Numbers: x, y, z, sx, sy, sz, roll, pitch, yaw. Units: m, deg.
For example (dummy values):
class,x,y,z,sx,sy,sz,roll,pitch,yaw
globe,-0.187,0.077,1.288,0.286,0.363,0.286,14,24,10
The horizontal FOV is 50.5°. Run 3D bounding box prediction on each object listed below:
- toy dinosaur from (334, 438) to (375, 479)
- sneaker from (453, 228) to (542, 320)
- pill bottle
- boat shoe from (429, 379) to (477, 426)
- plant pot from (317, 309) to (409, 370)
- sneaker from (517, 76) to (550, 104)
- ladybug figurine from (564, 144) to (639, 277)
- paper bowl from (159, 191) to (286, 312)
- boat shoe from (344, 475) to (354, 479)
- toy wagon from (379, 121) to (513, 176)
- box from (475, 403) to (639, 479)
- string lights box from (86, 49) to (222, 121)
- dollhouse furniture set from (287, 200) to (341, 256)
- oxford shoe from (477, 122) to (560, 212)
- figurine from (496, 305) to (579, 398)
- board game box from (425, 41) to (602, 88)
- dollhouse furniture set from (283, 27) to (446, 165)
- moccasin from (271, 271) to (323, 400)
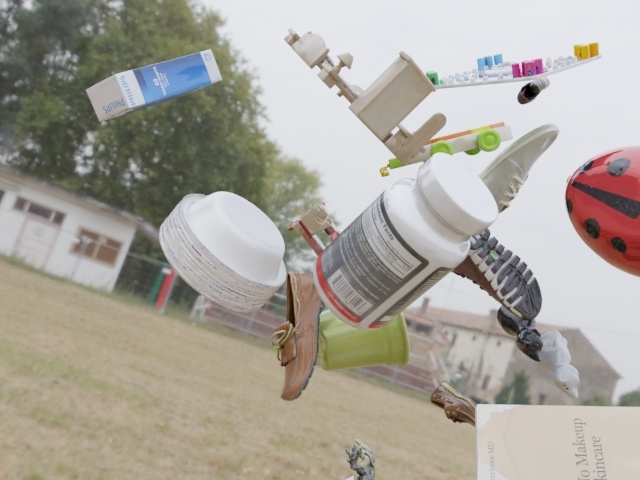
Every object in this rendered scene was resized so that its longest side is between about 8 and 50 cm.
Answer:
class,x,y,z,sx,sy,sz,roll,pitch,yaw
toy dinosaur,0.070,0.485,1.339,0.064,0.268,0.118,-15,-56,22
sneaker,0.377,0.074,1.568,0.281,0.106,0.162,52,-27,1
pill bottle,0.167,0.007,1.369,0.210,0.210,0.363,24,-51,-30
boat shoe,0.300,0.368,1.463,0.064,0.060,0.178,55,-11,-26
plant pot,0.112,0.296,2.142,0.254,0.275,0.276,-13,-1,-12
sneaker,0.720,-0.513,2.352,0.063,0.075,0.170,58,-18,3
ladybug figurine,0.733,-0.073,1.568,0.162,0.305,0.449,9,14,-33
paper bowl,-0.192,0.006,1.466,0.284,0.148,0.284,37,19,-15
boat shoe,0.056,0.653,1.673,0.183,0.065,0.083,-19,49,-37
toy wagon,0.320,-0.237,1.780,0.345,0.068,0.267,-13,4,4
box,0.372,0.316,0.927,0.311,0.148,0.121,-3,-48,13
string lights box,-0.361,-0.342,1.493,0.133,0.076,0.260,-7,18,45
dollhouse furniture set,0.000,0.000,2.189,0.201,0.152,0.374,53,7,-3
oxford shoe,0.559,-0.174,2.070,0.169,0.449,0.130,12,39,-57
figurine,0.525,0.259,1.612,0.215,0.092,0.209,44,17,-9
board game box,0.536,-0.501,1.953,0.390,0.050,0.390,-24,21,-39
dollhouse furniture set,0.115,-0.397,1.640,0.303,0.174,0.355,38,13,-40
moccasin,-0.077,0.269,1.954,0.147,0.379,0.139,14,-20,-14
